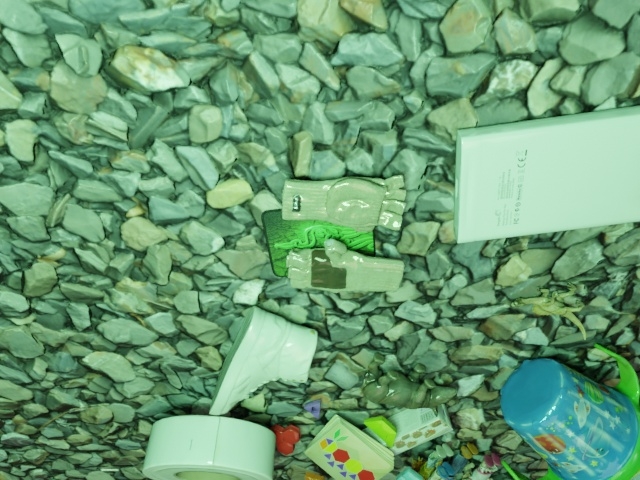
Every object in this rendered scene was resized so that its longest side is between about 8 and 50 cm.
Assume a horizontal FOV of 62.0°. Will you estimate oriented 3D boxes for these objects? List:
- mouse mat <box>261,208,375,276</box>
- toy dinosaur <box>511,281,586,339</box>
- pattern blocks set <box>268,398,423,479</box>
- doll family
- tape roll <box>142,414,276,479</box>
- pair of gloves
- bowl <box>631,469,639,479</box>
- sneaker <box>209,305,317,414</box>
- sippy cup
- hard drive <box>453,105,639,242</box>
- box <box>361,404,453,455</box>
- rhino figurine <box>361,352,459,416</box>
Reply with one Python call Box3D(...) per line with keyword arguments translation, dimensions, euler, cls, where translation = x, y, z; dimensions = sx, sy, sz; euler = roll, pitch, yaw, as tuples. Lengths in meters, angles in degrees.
Box3D(translation=(0.000, 0.000, 0.926), dimensions=(0.190, 0.007, 0.152), euler=(-7, 128, 1), cls="mouse mat")
Box3D(translation=(0.462, 0.127, 1.034), dimensions=(0.183, 0.053, 0.092), euler=(22, 140, -10), cls="toy dinosaur")
Box3D(translation=(0.064, 0.502, 1.246), dimensions=(0.285, 0.026, 0.325), euler=(-38, 98, 22), cls="pattern blocks set")
Box3D(translation=(0.323, 0.587, 1.360), dimensions=(0.263, 0.118, 0.163), euler=(5, 124, -30), cls="doll family")
Box3D(translation=(-0.242, 0.477, 1.182), dimensions=(0.286, 0.100, 0.286), euler=(3, 146, 2), cls="tape roll")
Box3D(translation=(0.040, -0.005, 0.894), dimensions=(0.204, 0.042, 0.240), euler=(-1, 126, 2), cls="pair of gloves")
Box3D(translation=(0.829, 0.516, 1.282), dimensions=(0.290, 0.156, 0.289), euler=(-2, 128, -2), cls="bowl")
Box3D(translation=(-0.110, 0.271, 1.071), dimensions=(0.169, 0.108, 0.292), euler=(21, 123, -14), cls="sneaker")
Box3D(translation=(0.513, 0.369, 1.121), dimensions=(0.224, 0.305, 0.240), euler=(37, 147, -15), cls="sippy cup")
Box3D(translation=(0.371, -0.100, 0.844), dimensions=(0.308, 0.040, 0.203), euler=(-7, 128, 3), cls="hard drive")
Box3D(translation=(0.158, 0.475, 1.274), dimensions=(0.324, 0.067, 0.063), euler=(-34, 122, 21), cls="box")
Box3D(translation=(0.198, 0.323, 1.151), dimensions=(0.243, 0.073, 0.106), euler=(19, 121, -19), cls="rhino figurine")
